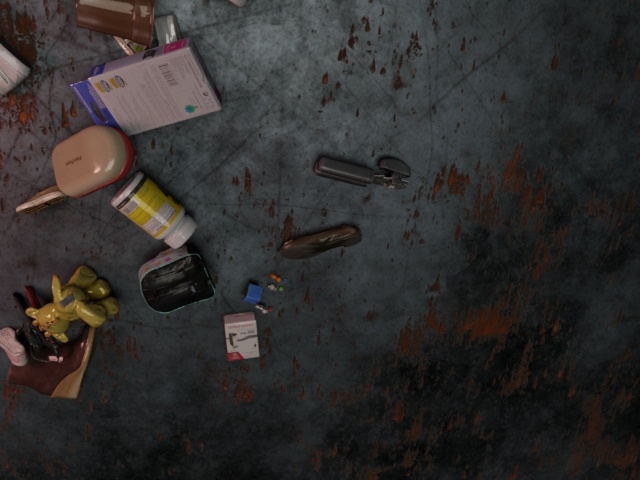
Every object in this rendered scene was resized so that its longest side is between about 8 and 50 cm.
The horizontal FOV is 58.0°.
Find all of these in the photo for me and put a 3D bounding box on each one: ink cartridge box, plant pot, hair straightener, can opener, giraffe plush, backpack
[{"bbox_3d":[-0.422,-0.365,1.415,0.312,0.065,0.185,-16,138,7],"label":"ink cartridge box"},{"bbox_3d":[-0.467,-0.541,1.323,0.165,0.167,0.166,5,111,-19],"label":"plant pot"},{"bbox_3d":[-0.803,0.246,1.618,0.089,0.047,0.230,-25,99,0],"label":"hair straightener"},{"bbox_3d":[0.126,-0.207,1.666,0.284,0.076,0.095,12,77,-16],"label":"can opener"},{"bbox_3d":[-0.244,0.296,1.788,0.100,0.056,0.135,-7,114,-9],"label":"ink cartridge box"},{"bbox_3d":[-0.691,0.191,1.582,0.171,0.210,0.181,-37,81,19],"label":"giraffe plush"},{"bbox_3d":[-0.413,0.108,1.620,0.189,0.144,0.165,-27,122,-16],"label":"backpack"}]

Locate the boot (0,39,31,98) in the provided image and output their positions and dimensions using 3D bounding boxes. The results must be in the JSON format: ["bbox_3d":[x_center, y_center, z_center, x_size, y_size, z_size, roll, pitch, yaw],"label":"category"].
[{"bbox_3d":[-0.814,-0.447,1.330,0.123,0.095,0.258,-44,115,0],"label":"boot"}]

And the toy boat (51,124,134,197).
[{"bbox_3d":[-0.558,-0.199,1.473,0.231,0.151,0.150,-16,85,29],"label":"toy boat"}]

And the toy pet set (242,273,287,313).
[{"bbox_3d":[-0.169,0.163,1.744,0.114,0.065,0.122,20,106,-19],"label":"toy pet set"}]

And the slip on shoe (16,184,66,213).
[{"bbox_3d":[-0.737,-0.109,1.522,0.136,0.051,0.041,-22,76,6],"label":"slip on shoe"}]

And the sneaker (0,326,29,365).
[{"bbox_3d":[-0.865,0.305,1.625,0.051,0.134,0.070,-31,138,-34],"label":"sneaker"}]

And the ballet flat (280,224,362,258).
[{"bbox_3d":[0.000,0.000,1.724,0.250,0.058,0.084,-14,150,-1],"label":"ballet flat"}]

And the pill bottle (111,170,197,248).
[{"bbox_3d":[-0.443,-0.078,1.554,0.119,0.119,0.208,-44,115,7],"label":"pill bottle"}]

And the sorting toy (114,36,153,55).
[{"bbox_3d":[-0.456,-0.497,1.422,0.075,0.045,0.083,-41,103,-9],"label":"sorting toy"}]

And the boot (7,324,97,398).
[{"bbox_3d":[-0.775,0.334,1.671,0.207,0.090,0.248,20,98,-12],"label":"boot"}]

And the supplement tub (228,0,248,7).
[{"bbox_3d":[-0.194,-0.669,1.349,0.144,0.144,0.199,28,103,-21],"label":"supplement tub"}]

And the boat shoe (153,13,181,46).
[{"bbox_3d":[-0.379,-0.465,1.441,0.063,0.066,0.184,-4,116,5],"label":"boat shoe"}]
